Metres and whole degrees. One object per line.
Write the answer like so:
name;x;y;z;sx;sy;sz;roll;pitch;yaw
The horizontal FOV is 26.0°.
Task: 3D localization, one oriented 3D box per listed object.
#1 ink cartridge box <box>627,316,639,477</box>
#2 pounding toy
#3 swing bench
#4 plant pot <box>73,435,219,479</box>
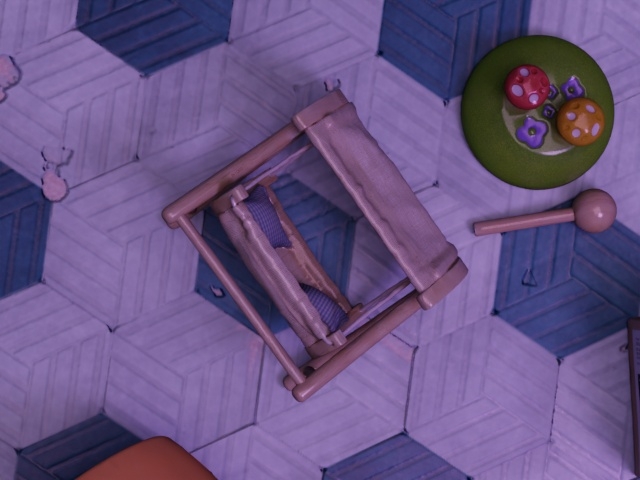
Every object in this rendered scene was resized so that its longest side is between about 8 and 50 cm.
ink cartridge box;0.416;0.183;1.534;0.088;0.235;0.193;-1;88;-5
pounding toy;0.261;-0.124;1.586;0.183;0.110;0.236;-3;89;-5
swing bench;0.000;0.000;1.534;0.255;0.165;0.253;-36;92;-5
plant pot;-0.186;0.345;1.469;0.291;0.291;0.203;-36;77;-5
